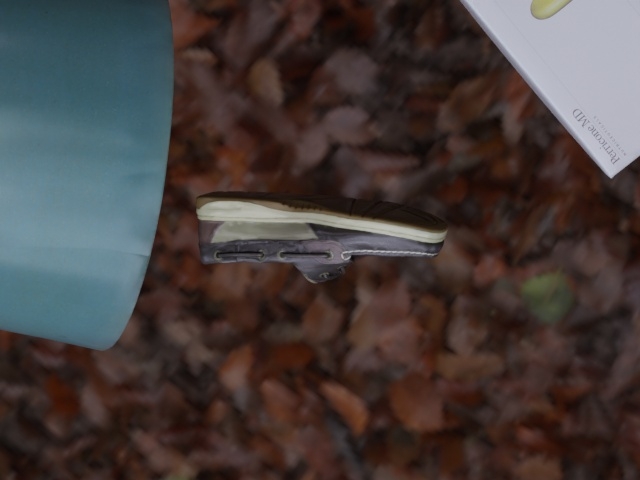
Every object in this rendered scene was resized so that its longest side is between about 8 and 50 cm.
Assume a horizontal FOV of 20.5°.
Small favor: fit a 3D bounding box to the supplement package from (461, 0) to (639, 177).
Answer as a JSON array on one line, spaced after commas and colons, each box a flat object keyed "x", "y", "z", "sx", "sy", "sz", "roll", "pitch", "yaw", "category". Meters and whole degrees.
[{"x": 0.245, "y": -0.222, "z": 1.758, "sx": 0.145, "sy": 0.204, "sz": 0.262, "roll": -40, "pitch": 104, "yaw": 8, "category": "supplement package"}]

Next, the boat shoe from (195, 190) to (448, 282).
[{"x": 0.000, "y": 0.000, "z": 1.038, "sx": 0.152, "sy": 0.056, "sz": 0.049, "roll": 7, "pitch": 101, "yaw": 19, "category": "boat shoe"}]

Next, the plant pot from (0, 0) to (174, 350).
[{"x": -0.260, "y": -0.075, "z": 1.332, "sx": 0.235, "sy": 0.293, "sz": 0.293, "roll": 8, "pitch": 135, "yaw": -19, "category": "plant pot"}]
